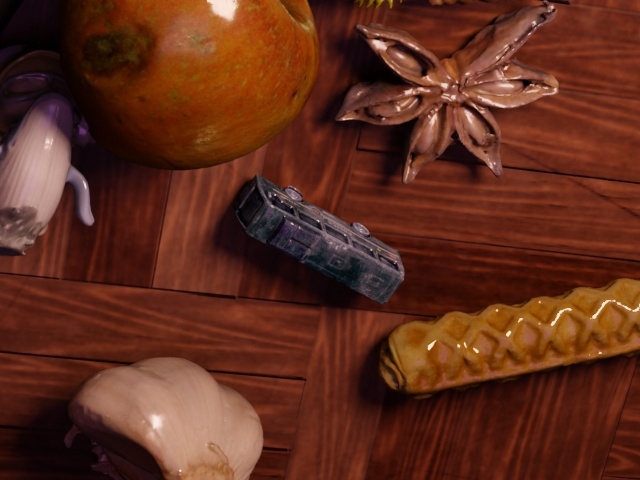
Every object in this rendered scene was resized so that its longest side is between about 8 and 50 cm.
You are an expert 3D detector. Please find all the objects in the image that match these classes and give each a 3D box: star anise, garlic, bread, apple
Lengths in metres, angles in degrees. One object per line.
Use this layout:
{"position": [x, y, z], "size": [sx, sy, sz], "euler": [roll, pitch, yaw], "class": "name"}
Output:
{"position": [0.112, -0.132, 1.628], "size": [0.208, 0.063, 0.172], "euler": [-8, 122, -9], "class": "star anise"}
{"position": [-0.138, 0.187, 1.712], "size": [0.143, 0.178, 0.229], "euler": [-51, 138, -17], "class": "garlic"}
{"position": [0.235, 0.088, 1.749], "size": [0.367, 0.084, 0.077], "euler": [-10, 78, -2], "class": "bread"}
{"position": [-0.116, -0.165, 1.477], "size": [0.207, 0.237, 0.237], "euler": [-21, 119, 11], "class": "apple"}

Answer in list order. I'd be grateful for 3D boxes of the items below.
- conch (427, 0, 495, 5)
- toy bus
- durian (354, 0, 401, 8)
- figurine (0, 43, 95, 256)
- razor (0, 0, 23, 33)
{"position": [0.199, -0.258, 1.562], "size": [0.232, 0.080, 0.086], "euler": [-12, 123, -5], "class": "conch"}
{"position": [0.000, 0.000, 1.671], "size": [0.166, 0.065, 0.047], "euler": [27, 111, -22], "class": "toy bus"}
{"position": [0.042, -0.255, 1.526], "size": [0.100, 0.086, 0.215], "euler": [-30, 143, 10], "class": "durian"}
{"position": [-0.262, -0.072, 1.558], "size": [0.128, 0.184, 0.208], "euler": [16, 151, -24], "class": "figurine"}
{"position": [-0.363, -0.194, 1.479], "size": [0.204, 0.113, 0.349], "euler": [37, 99, -20], "class": "razor"}
